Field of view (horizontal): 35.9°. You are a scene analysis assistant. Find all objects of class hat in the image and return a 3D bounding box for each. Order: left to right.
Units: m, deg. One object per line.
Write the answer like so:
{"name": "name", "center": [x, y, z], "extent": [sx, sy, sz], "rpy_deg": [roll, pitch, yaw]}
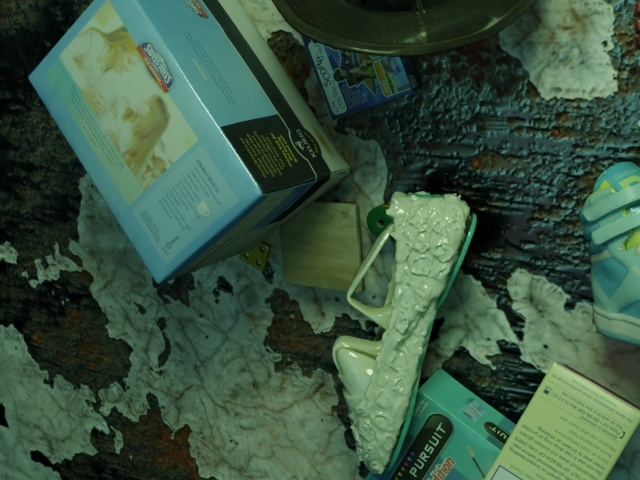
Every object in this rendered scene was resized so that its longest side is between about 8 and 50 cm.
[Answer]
{"name": "hat", "center": [0.101, -0.315, 1.175], "extent": [0.331, 0.331, 0.134], "rpy_deg": [34, 164, 18]}

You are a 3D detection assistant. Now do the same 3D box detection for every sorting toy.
{"name": "sorting toy", "center": [0.000, 0.000, 1.448], "extent": [0.275, 0.046, 0.132], "rpy_deg": [6, 111, 30]}

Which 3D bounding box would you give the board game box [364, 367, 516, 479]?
{"name": "board game box", "center": [0.239, 0.386, 1.424], "extent": [0.336, 0.079, 0.253], "rpy_deg": [35, 123, 16]}

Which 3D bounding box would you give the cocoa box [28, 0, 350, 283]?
{"name": "cocoa box", "center": [-0.177, -0.159, 1.343], "extent": [0.231, 0.228, 0.347], "rpy_deg": [-38, 82, 32]}

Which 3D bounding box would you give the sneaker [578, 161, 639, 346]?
{"name": "sneaker", "center": [0.387, 0.012, 1.086], "extent": [0.319, 0.127, 0.208], "rpy_deg": [-179, 73, -70]}

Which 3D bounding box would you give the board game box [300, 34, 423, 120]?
{"name": "board game box", "center": [0.041, -0.275, 1.321], "extent": [0.136, 0.035, 0.201], "rpy_deg": [-14, 100, 36]}

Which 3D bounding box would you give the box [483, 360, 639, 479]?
{"name": "box", "center": [0.285, 0.282, 1.213], "extent": [0.117, 0.213, 0.243], "rpy_deg": [31, 91, 19]}

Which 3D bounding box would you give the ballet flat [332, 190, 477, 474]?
{"name": "ballet flat", "center": [0.090, 0.117, 1.348], "extent": [0.147, 0.147, 0.409], "rpy_deg": [23, 105, 24]}

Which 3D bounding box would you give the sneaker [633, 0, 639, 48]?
{"name": "sneaker", "center": [0.430, -0.158, 1.071], "extent": [0.112, 0.121, 0.299], "rpy_deg": [-27, 106, 21]}
